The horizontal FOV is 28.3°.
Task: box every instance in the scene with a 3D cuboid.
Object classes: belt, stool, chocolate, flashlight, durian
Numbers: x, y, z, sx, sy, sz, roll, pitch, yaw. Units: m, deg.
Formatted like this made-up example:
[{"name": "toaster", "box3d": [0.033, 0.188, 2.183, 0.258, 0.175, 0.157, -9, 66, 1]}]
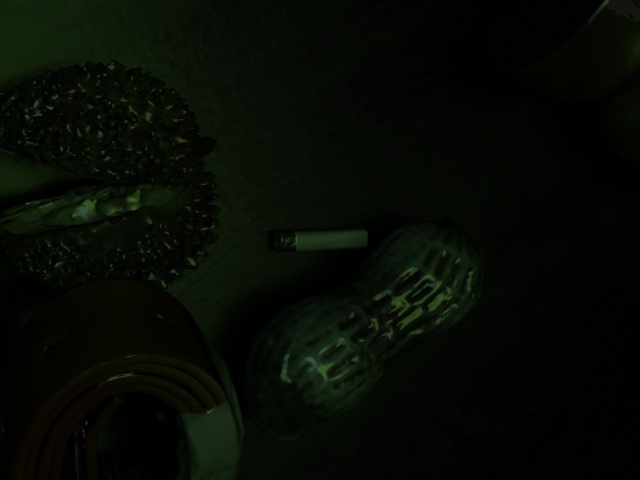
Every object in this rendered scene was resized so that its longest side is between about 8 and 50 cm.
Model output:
[{"name": "belt", "box3d": [-0.151, 0.152, 0.951, 0.184, 0.105, 0.261, -15, 130, -18]}, {"name": "stool", "box3d": [0.306, -0.158, 1.137, 0.264, 0.179, 0.179, 31, 82, -23]}, {"name": "chocolate", "box3d": [0.035, 0.070, 1.079, 0.248, 0.110, 0.110, -38, 109, -20]}, {"name": "flashlight", "box3d": [0.000, 0.000, 1.103, 0.083, 0.018, 0.018, -3, 98, -23]}, {"name": "durian", "box3d": [-0.157, -0.049, 0.969, 0.196, 0.167, 0.196, -23, 126, -35]}]
